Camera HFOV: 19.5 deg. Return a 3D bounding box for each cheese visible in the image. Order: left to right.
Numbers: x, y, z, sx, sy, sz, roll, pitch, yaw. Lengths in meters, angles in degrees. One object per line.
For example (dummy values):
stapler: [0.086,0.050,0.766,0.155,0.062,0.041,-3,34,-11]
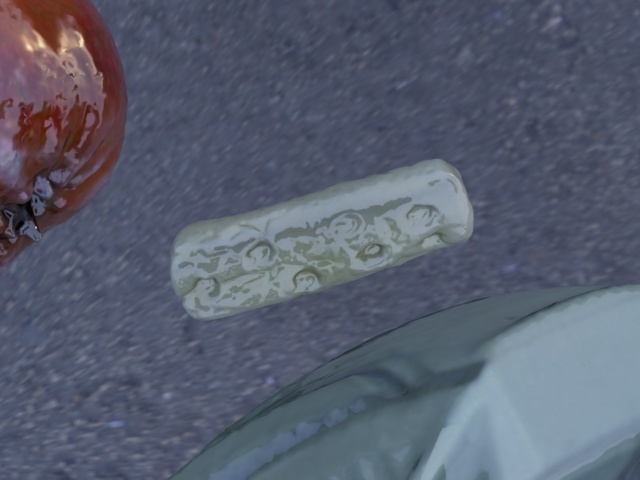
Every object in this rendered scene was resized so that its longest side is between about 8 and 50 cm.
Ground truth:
cheese: [0.000,0.000,1.164,0.194,0.043,0.065,-16,112,1]

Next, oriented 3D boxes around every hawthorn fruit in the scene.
hawthorn fruit: [-0.268,-0.106,1.222,0.242,0.242,0.272,-41,76,-15]

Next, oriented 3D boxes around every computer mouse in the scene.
computer mouse: [-0.013,0.174,0.706,0.145,0.228,0.429,41,109,30]
